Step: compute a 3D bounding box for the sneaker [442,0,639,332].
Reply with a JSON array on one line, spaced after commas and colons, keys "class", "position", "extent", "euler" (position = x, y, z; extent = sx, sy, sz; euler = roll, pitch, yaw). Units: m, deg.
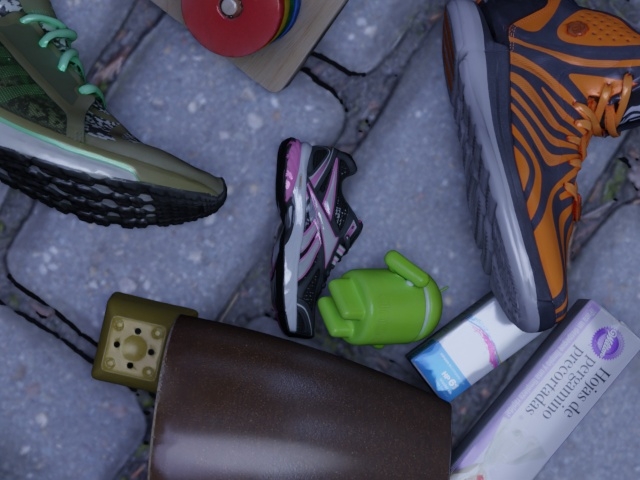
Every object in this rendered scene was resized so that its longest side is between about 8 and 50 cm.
[{"class": "sneaker", "position": [0.211, -0.082, 1.122], "extent": [0.180, 0.125, 0.321], "euler": [-6, 65, -2]}]

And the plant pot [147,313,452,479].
[{"class": "plant pot", "position": [-0.011, 0.175, 1.104], "extent": [0.230, 0.215, 0.215], "euler": [4, 88, 2]}]

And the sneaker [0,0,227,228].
[{"class": "sneaker", "position": [-0.256, -0.148, 1.164], "extent": [0.410, 0.158, 0.182], "euler": [25, 76, -2]}]

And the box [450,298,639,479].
[{"class": "box", "position": [0.154, 0.193, 1.180], "extent": [0.063, 0.067, 0.324], "euler": [40, 88, 1]}]

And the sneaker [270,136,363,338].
[{"class": "sneaker", "position": [0.000, 0.000, 1.188], "extent": [0.077, 0.072, 0.178], "euler": [3, 94, -10]}]

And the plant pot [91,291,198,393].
[{"class": "plant pot", "position": [-0.158, 0.093, 1.176], "extent": [0.081, 0.083, 0.082], "euler": [13, 89, 1]}]

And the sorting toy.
[{"class": "sorting toy", "position": [-0.075, -0.291, 1.134], "extent": [0.255, 0.089, 0.257], "euler": [38, 115, 1]}]

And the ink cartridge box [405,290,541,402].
[{"class": "ink cartridge box", "position": [0.139, 0.085, 1.171], "extent": [0.122, 0.088, 0.052], "euler": [-38, 88, -1]}]

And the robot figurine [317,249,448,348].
[{"class": "robot figurine", "position": [0.057, 0.057, 1.172], "extent": [0.115, 0.101, 0.067], "euler": [-1, 48, -30]}]
